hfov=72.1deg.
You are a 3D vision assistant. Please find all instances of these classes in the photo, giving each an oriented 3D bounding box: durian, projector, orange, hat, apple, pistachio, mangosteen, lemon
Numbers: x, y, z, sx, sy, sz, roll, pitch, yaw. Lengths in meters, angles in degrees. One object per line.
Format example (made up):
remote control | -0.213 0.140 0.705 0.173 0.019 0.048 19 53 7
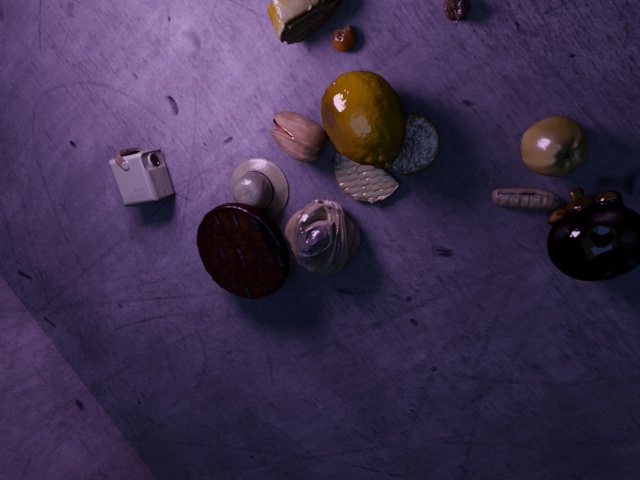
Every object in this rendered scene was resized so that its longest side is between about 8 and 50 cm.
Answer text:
durian | 0.423 -0.722 1.373 0.080 0.080 0.091 6 110 16
projector | -0.750 -0.276 1.846 0.177 0.163 0.243 -9 105 19
orange | 0.080 -0.690 1.503 0.086 0.062 0.086 6 111 16
hat | -0.268 -0.193 1.728 0.257 0.130 0.257 6 108 18
apple | 0.717 -0.285 1.351 0.199 0.200 0.200 5 107 17
pistachio | -0.088 -0.381 1.603 0.229 0.157 0.157 35 114 19
mangosteen | 0.843 -0.027 1.365 0.274 0.275 0.302 -19 65 22
lemon | 0.148 -0.400 1.451 0.316 0.285 0.285 35 114 -5

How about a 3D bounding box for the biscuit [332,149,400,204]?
biscuit | 0.145 -0.248 1.626 0.187 0.036 0.274 -39 91 24

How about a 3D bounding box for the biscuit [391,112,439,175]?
biscuit | 0.309 -0.336 1.547 0.219 0.033 0.220 6 108 20

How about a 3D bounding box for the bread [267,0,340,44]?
bread | -0.052 -0.774 1.457 0.257 0.186 0.124 -29 91 15

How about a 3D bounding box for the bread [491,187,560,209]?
bread | 0.686 -0.141 1.470 0.214 0.053 0.073 8 104 16

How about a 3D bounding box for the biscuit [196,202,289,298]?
biscuit | -0.302 0.041 1.739 0.407 0.091 0.408 9 116 20

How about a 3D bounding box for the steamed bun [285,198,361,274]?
steamed bun | 0.000 0.000 1.656 0.268 0.207 0.280 -37 94 23
